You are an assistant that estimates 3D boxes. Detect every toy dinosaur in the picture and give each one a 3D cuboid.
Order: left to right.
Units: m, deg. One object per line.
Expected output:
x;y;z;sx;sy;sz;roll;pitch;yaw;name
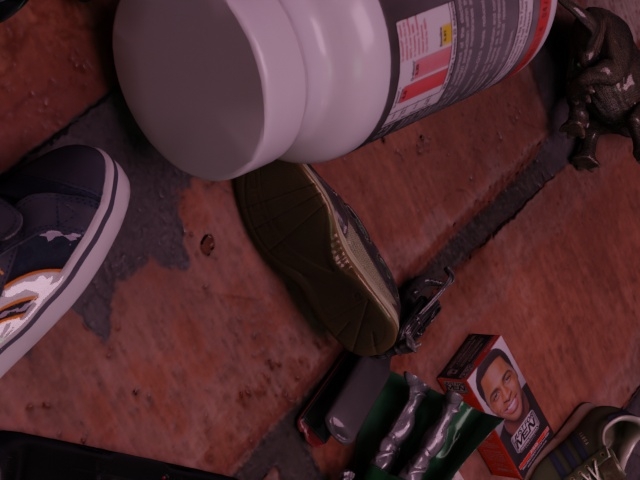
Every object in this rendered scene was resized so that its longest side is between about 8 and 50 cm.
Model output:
0.320;-0.182;1.529;0.313;0.121;0.160;38;52;-32;toy dinosaur

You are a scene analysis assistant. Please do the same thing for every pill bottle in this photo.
0.020;-0.185;1.150;0.363;0.210;0.210;-28;109;-42;pill bottle

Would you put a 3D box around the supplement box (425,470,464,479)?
0.110;0.244;1.337;0.036;0.062;0.098;-51;123;-33;supplement box

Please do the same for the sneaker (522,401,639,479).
0.287;0.249;1.489;0.192;0.086;0.064;-47;120;-33;sneaker

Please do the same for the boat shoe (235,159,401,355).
0.001;0.000;1.234;0.223;0.080;0.073;56;24;-12;boat shoe

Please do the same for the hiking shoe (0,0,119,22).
-0.249;-0.219;0.964;0.304;0.113;0.132;-17;101;-43;hiking shoe

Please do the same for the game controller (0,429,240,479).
-0.162;0.253;1.090;0.319;0.067;0.166;22;60;-42;game controller

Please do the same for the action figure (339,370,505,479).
0.058;0.238;1.259;0.232;0.137;0.063;-63;146;-12;action figure

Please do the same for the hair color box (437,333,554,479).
0.183;0.172;1.420;0.072;0.043;0.141;-49;120;-32;hair color box

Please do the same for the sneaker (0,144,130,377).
-0.260;0.029;0.942;0.321;0.126;0.127;-55;130;-27;sneaker

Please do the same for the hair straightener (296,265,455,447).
0.073;0.103;1.283;0.230;0.089;0.047;-47;111;-33;hair straightener
